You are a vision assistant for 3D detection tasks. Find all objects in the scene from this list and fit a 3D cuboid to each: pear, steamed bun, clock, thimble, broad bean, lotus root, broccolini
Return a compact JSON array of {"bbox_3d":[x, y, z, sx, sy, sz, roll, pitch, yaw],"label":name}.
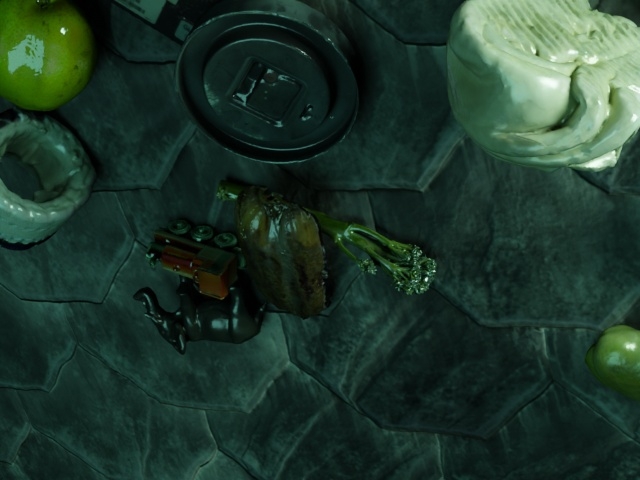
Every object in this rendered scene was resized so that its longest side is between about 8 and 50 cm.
[{"bbox_3d":[-0.441,-0.313,1.908,0.187,0.187,0.219,30,128,8],"label":"pear"},{"bbox_3d":[0.267,-0.181,1.501,0.268,0.280,0.207,28,132,9],"label":"steamed bun"},{"bbox_3d":[-0.074,-0.234,1.777,0.281,0.055,0.280,7,136,7],"label":"clock"},{"bbox_3d":[-0.509,-0.104,2.086,0.237,0.237,0.150,49,137,-11],"label":"thimble"},{"bbox_3d":[0.482,0.188,1.797,0.174,0.082,0.124,19,130,19],"label":"broad bean"},{"bbox_3d":[-0.069,0.043,1.965,0.167,0.078,0.329,24,151,25],"label":"lotus root"},{"bbox_3d":[0.000,-0.003,1.946,0.392,0.074,0.079,19,125,16],"label":"broccolini"}]

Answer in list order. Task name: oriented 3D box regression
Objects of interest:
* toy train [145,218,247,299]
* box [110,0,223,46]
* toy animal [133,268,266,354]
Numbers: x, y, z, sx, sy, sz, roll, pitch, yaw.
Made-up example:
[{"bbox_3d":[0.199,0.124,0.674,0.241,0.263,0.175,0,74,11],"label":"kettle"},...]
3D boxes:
[{"bbox_3d":[-0.217,0.027,2.074,0.176,0.118,0.074,17,128,17],"label":"toy train"},{"bbox_3d":[-0.228,-0.407,1.746,0.350,0.058,0.211,31,136,-6],"label":"box"},{"bbox_3d":[-0.215,0.128,2.153,0.245,0.114,0.146,8,127,27],"label":"toy animal"}]
